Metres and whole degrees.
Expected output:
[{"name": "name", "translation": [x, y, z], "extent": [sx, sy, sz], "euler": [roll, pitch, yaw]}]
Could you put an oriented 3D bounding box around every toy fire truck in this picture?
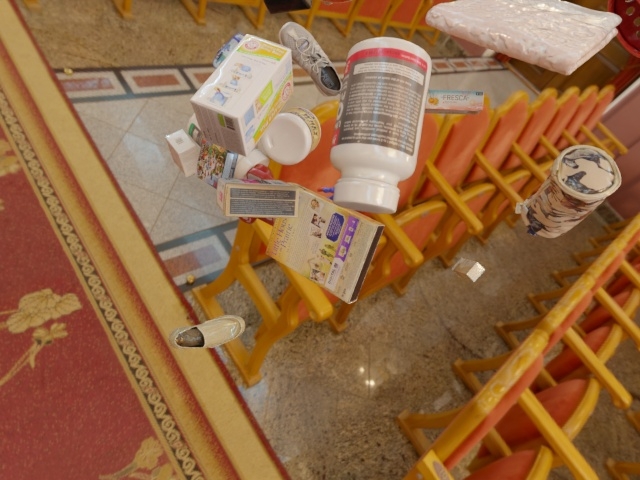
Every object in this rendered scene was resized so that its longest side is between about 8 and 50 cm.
[{"name": "toy fire truck", "translation": [-0.219, -0.169, 1.855], "extent": [0.254, 0.302, 0.169], "euler": [26, 55, 13]}]

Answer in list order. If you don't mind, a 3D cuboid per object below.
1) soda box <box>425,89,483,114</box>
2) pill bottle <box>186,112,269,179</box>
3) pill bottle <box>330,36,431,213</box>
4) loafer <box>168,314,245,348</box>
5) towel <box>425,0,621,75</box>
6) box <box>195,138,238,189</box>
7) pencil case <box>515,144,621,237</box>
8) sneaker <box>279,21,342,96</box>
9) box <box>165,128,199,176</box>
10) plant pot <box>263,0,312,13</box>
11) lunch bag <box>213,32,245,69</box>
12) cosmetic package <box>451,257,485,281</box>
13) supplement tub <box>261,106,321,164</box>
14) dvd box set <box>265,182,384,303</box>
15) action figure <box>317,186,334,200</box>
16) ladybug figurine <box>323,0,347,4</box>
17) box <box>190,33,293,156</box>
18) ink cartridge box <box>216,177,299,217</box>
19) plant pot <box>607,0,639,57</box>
[{"name": "soda box", "translation": [0.415, -0.436, 1.367], "extent": [0.183, 0.058, 0.063], "euler": [3, 92, 1]}, {"name": "pill bottle", "translation": [-0.418, -0.436, 1.978], "extent": [0.361, 0.204, 0.204], "euler": [46, 44, 6]}, {"name": "pill bottle", "translation": [0.116, -0.221, 0.884], "extent": [0.176, 0.176, 0.318], "euler": [11, 86, -25]}, {"name": "loafer", "translation": [-0.398, 0.335, 1.532], "extent": [0.269, 0.092, 0.101], "euler": [-13, 94, -15]}, {"name": "towel", "translation": [0.455, -0.484, 0.964], "extent": [0.332, 0.053, 0.317], "euler": [35, 53, 27]}, {"name": "box", "translation": [-0.350, -0.268, 1.455], "extent": [0.044, 0.159, 0.233], "euler": [7, 14, -37]}, {"name": "pencil case", "translation": [0.721, -0.132, 1.291], "extent": [0.184, 0.410, 0.159], "euler": [3, 75, 13]}, {"name": "sneaker", "translation": [-0.014, -0.583, 1.393], "extent": [0.281, 0.105, 0.115], "euler": [40, 2, -32]}, {"name": "box", "translation": [-0.643, -0.410, 2.042], "extent": [0.091, 0.170, 0.130], "euler": [-33, 66, -21]}, {"name": "plant pot", "translation": [-0.141, -0.993, 1.621], "extent": [0.167, 0.188, 0.187], "euler": [14, 83, -64]}, {"name": "lunch bag", "translation": [-0.272, -0.637, 1.603], "extent": [0.219, 0.176, 0.090], "euler": [44, -1, -7]}, {"name": "cosmetic package", "translation": [0.506, 0.099, 1.488], "extent": [0.041, 0.115, 0.060], "euler": [43, 86, -10]}, {"name": "supplement tub", "translation": [-0.124, -0.491, 2.002], "extent": [0.228, 0.228, 0.316], "euler": [34, 26, -4]}, {"name": "dvd box set", "translation": [0.000, 0.000, 1.598], "extent": [0.420, 0.307, 0.062], "euler": [27, 18, 30]}, {"name": "action figure", "translation": [0.101, -0.207, 1.865], "extent": [0.139, 0.280, 0.091], "euler": [-10, 97, -20]}, {"name": "ladybug figurine", "translation": [0.108, -0.798, 1.101], "extent": [0.162, 0.449, 0.305], "euler": [31, 60, -3]}, {"name": "box", "translation": [-0.144, -0.285, 0.850], "extent": [0.103, 0.114, 0.203], "euler": [24, 65, 11]}, {"name": "ink cartridge box", "translation": [-0.181, -0.122, 1.201], "extent": [0.193, 0.088, 0.235], "euler": [1, 12, -19]}, {"name": "plant pot", "translation": [0.836, -0.571, 1.046], "extent": [0.191, 0.174, 0.191], "euler": [53, 20, -29]}]
